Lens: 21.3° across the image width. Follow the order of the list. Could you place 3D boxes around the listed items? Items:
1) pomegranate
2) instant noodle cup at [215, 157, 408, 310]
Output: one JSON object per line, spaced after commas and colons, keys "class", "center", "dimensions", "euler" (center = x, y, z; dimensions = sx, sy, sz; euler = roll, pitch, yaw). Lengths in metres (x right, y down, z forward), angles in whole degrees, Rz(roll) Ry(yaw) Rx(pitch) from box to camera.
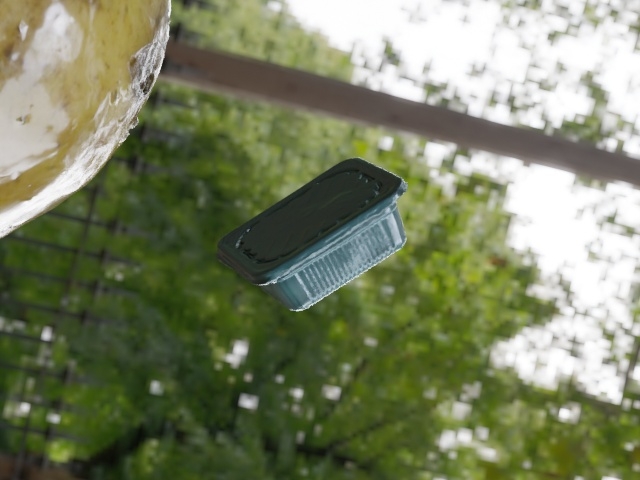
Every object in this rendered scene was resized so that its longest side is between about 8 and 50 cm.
{"class": "pomegranate", "center": [-0.218, -0.129, 0.853], "dimensions": [0.281, 0.281, 0.281], "euler": [-167, -90, -74]}
{"class": "instant noodle cup", "center": [0.000, 0.000, 1.645], "dimensions": [0.070, 0.179, 0.157], "euler": [62, -11, -19]}
